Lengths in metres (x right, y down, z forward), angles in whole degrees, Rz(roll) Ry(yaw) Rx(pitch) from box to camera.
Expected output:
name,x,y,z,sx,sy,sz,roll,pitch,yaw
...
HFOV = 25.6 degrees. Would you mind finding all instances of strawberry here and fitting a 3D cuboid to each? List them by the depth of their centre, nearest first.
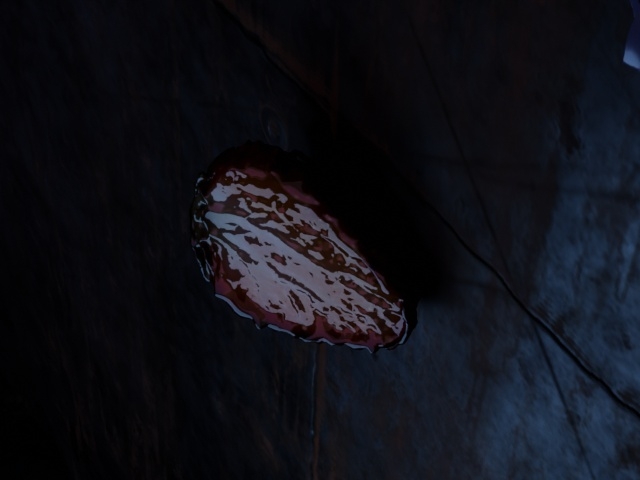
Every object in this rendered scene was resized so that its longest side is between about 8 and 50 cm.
name,x,y,z,sx,sy,sz,roll,pitch,yaw
strawberry,0.000,0.000,1.267,0.236,0.111,0.190,30,133,14

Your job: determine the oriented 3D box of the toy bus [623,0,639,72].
name,x,y,z,sx,sy,sz,roll,pitch,yaw
toy bus,0.222,-0.101,0.757,0.167,0.076,0.073,48,150,29
